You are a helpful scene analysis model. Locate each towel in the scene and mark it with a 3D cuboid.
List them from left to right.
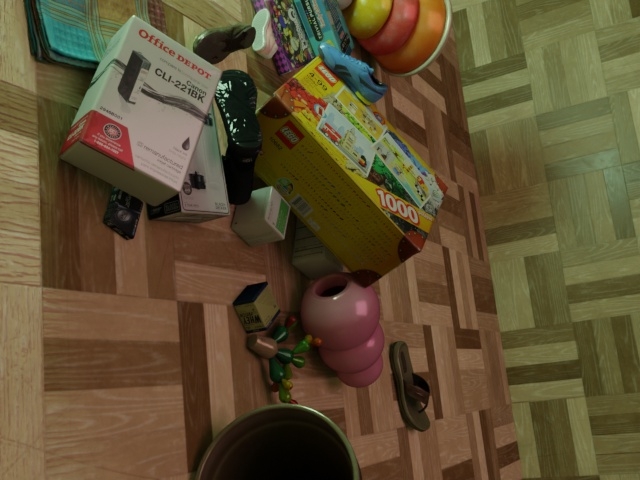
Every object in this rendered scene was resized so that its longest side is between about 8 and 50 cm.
[{"bbox_3d":[-0.419,-0.452,1.421,0.370,0.040,0.271,-6,85,-63],"label":"towel"}]

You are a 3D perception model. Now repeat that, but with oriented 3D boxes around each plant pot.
[{"bbox_3d":[-0.058,0.530,1.457,0.280,0.323,0.323,71,23,-51],"label":"plant pot"}]

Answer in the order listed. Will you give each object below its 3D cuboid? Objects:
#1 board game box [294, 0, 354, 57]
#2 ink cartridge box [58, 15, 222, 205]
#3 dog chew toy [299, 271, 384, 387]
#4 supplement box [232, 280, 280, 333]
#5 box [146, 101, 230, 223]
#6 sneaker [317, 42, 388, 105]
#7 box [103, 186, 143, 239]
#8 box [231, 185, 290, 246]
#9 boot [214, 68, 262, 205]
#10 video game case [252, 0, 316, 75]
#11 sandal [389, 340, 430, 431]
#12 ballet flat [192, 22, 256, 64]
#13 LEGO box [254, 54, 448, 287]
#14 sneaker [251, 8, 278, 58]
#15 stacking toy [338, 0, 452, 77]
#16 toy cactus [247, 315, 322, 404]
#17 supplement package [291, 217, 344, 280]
[{"bbox_3d":[-0.004,-0.699,2.208,0.254,0.079,0.336,-73,143,-61],"label":"board game box"},{"bbox_3d":[-0.318,-0.232,1.328,0.197,0.114,0.273,28,62,-29],"label":"ink cartridge box"},{"bbox_3d":[0.074,0.245,1.897,0.207,0.206,0.332,-64,142,-50],"label":"dog chew toy"},{"bbox_3d":[-0.144,0.152,1.666,0.083,0.056,0.083,67,29,-19],"label":"supplement box"},{"bbox_3d":[-0.286,-0.186,1.508,0.169,0.087,0.290,0,80,-62],"label":"box"},{"bbox_3d":[0.086,-0.444,1.886,0.209,0.082,0.069,43,35,-10],"label":"sneaker"},{"bbox_3d":[-0.368,-0.053,1.372,0.067,0.018,0.083,47,41,-45],"label":"box"},{"bbox_3d":[-0.138,-0.056,1.715,0.087,0.102,0.101,46,42,-42],"label":"box"},{"bbox_3d":[-0.193,-0.225,1.630,0.094,0.207,0.246,-4,57,-19],"label":"boot"},{"bbox_3d":[-0.100,-0.602,2.078,0.210,0.041,0.232,-46,120,-58],"label":"video game case"},{"bbox_3d":[0.297,0.466,2.332,0.120,0.086,0.303,-27,103,-62],"label":"sandal"},{"bbox_3d":[-0.239,-0.481,1.763,0.250,0.058,0.084,-43,152,-53],"label":"ballet flat"},{"bbox_3d":[0.062,-0.187,1.861,0.500,0.193,0.372,46,34,-9],"label":"LEGO box"},{"bbox_3d":[-0.147,-0.546,1.961,0.070,0.051,0.134,34,54,-55],"label":"sneaker"},{"bbox_3d":[0.184,-0.777,2.473,0.480,0.350,0.351,10,69,-44],"label":"stacking toy"},{"bbox_3d":[-0.090,0.264,1.694,0.180,0.112,0.219,33,59,-41],"label":"toy cactus"},{"bbox_3d":[0.000,0.000,1.947,0.105,0.105,0.179,44,43,-48],"label":"supplement package"}]
